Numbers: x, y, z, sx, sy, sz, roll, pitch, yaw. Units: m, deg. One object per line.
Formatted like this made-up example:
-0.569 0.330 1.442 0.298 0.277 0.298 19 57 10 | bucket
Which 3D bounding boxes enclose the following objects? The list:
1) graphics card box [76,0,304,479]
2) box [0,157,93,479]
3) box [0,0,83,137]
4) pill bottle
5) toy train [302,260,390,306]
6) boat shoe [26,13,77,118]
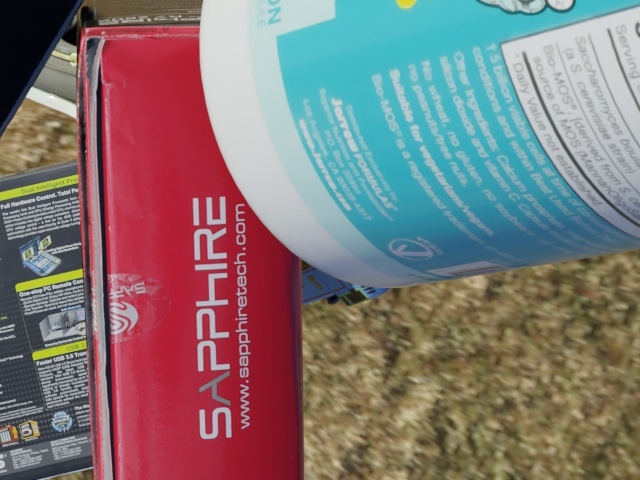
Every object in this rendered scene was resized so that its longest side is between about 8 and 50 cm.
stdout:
-0.072 -0.009 0.885 0.094 0.371 0.232 -3 102 -8 | graphics card box
-0.166 0.050 1.286 0.270 0.060 0.216 -13 95 0 | box
-0.303 -0.211 0.775 0.343 0.312 0.179 35 85 -47 | box
0.099 -0.071 0.532 0.146 0.264 0.146 12 73 -45 | pill bottle
0.000 0.000 1.368 0.105 0.184 0.080 49 64 -8 | toy train
-0.211 -0.156 1.598 0.109 0.305 0.091 -1 114 -56 | boat shoe
